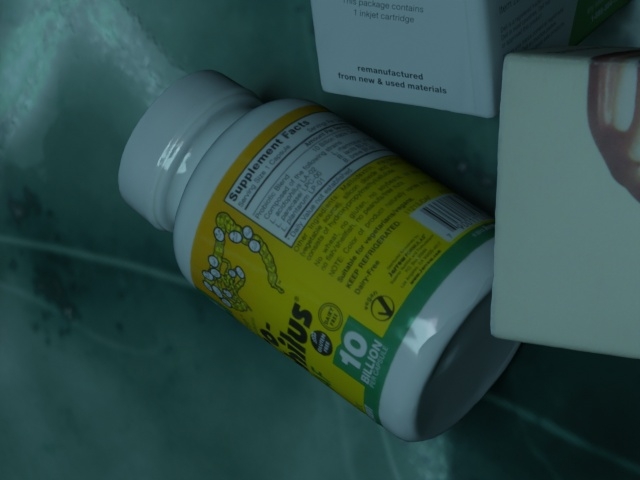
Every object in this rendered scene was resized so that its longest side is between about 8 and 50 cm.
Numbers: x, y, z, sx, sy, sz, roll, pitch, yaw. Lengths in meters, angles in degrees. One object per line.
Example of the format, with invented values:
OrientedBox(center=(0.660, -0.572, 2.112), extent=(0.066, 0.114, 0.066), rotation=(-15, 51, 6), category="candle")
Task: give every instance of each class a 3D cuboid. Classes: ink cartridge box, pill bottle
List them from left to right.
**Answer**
OrientedBox(center=(0.000, 0.000, 0.920), extent=(0.208, 0.117, 0.117), rotation=(35, 115, 23), category="pill bottle")
OrientedBox(center=(0.064, -0.184, 0.791), extent=(0.093, 0.154, 0.212), rotation=(13, 124, 32), category="ink cartridge box")

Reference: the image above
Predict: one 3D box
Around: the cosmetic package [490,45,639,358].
OrientedBox(center=(0.235, -0.011, 0.746), extent=(0.296, 0.153, 0.129), rotation=(6, 100, 31), category="cosmetic package")
